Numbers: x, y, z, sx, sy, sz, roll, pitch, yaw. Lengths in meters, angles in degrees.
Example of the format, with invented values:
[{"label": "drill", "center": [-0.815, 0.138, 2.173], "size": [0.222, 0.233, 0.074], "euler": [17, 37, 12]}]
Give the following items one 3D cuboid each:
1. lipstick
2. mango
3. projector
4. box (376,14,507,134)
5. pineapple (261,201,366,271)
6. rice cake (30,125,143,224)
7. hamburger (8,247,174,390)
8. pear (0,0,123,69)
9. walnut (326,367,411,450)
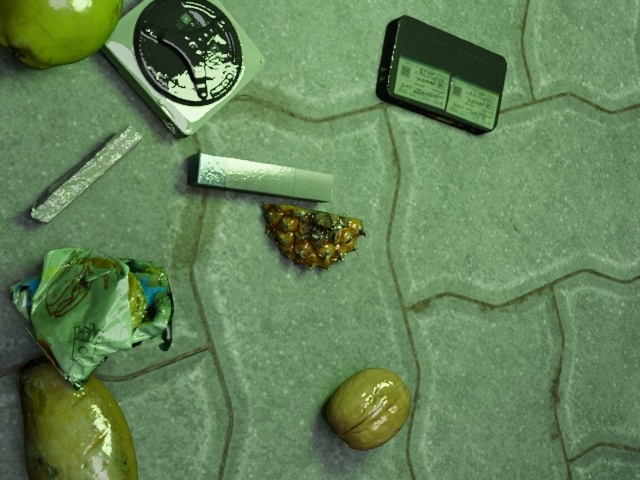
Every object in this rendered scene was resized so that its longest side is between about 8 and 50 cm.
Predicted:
[{"label": "lipstick", "center": [-0.124, -0.131, 1.643], "size": [0.317, 0.066, 0.068], "euler": [6, 86, -29]}, {"label": "mango", "center": [-0.446, 0.369, 1.406], "size": [0.176, 0.175, 0.329], "euler": [0, 67, -52]}, {"label": "projector", "center": [-0.274, -0.384, 1.557], "size": [0.257, 0.079, 0.259], "euler": [49, 66, -18]}, {"label": "box", "center": [0.307, -0.405, 1.898], "size": [0.350, 0.058, 0.211], "euler": [15, 84, -28]}, {"label": "pineapple", "center": [0.005, 0.001, 1.664], "size": [0.250, 0.164, 0.139], "euler": [10, 91, -32]}, {"label": "rice cake", "center": [-0.449, -0.129, 1.468], "size": [0.270, 0.055, 0.049], "euler": [-48, 121, -22]}, {"label": "hamburger", "center": [-0.408, 0.106, 1.384], "size": [0.276, 0.150, 0.260], "euler": [-25, 59, -13]}, {"label": "pear", "center": [-0.471, -0.427, 1.378], "size": [0.212, 0.212, 0.269], "euler": [43, 61, -21]}, {"label": "walnut", "center": [0.113, 0.375, 1.713], "size": [0.197, 0.165, 0.165], "euler": [-30, 103, -19]}]
